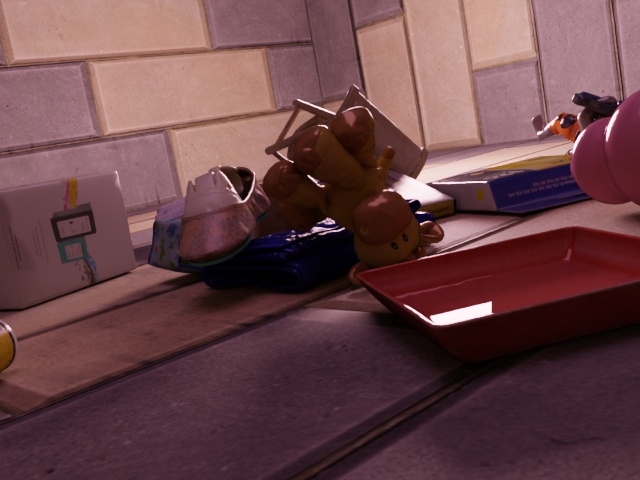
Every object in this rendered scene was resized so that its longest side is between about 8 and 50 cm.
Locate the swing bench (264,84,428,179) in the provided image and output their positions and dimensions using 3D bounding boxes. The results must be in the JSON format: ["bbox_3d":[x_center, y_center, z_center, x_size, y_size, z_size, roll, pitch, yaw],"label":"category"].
[{"bbox_3d":[0.059,-0.201,1.688,0.253,0.165,0.254,36,-17,-30],"label":"swing bench"}]

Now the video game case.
[{"bbox_3d":[0.087,-0.079,1.451,0.248,0.035,0.275,-14,23,-20],"label":"video game case"}]

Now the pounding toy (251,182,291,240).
[{"bbox_3d":[-0.085,-0.058,1.322,0.130,0.141,0.100,0,1,-34],"label":"pounding toy"}]

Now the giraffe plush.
[{"bbox_3d":[0.054,-0.036,0.939,0.181,0.170,0.210,-43,-32,13],"label":"giraffe plush"}]

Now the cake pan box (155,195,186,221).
[{"bbox_3d":[-0.267,-0.080,1.749,0.245,0.070,0.267,-24,15,-6],"label":"cake pan box"}]

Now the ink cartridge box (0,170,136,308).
[{"bbox_3d":[-0.511,-0.004,1.342,0.198,0.197,0.270,-5,10,31],"label":"ink cartridge box"}]

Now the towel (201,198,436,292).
[{"bbox_3d":[0.000,0.000,1.109,0.308,0.076,0.227,-18,12,-43],"label":"towel"}]

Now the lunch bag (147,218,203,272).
[{"bbox_3d":[-0.189,0.011,1.233,0.151,0.096,0.128,12,-5,-35],"label":"lunch bag"}]

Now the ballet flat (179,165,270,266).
[{"bbox_3d":[-0.144,-0.049,1.060,0.107,0.106,0.316,-15,12,6],"label":"ballet flat"}]

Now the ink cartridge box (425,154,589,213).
[{"bbox_3d":[0.403,-0.113,1.408,0.303,0.072,0.307,-13,6,-21],"label":"ink cartridge box"}]

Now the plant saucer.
[{"bbox_3d":[0.187,0.044,0.685,0.259,0.048,0.258,-13,9,-9],"label":"plant saucer"}]

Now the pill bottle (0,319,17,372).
[{"bbox_3d":[-0.371,0.124,0.767,0.065,0.065,0.116,-9,8,8],"label":"pill bottle"}]

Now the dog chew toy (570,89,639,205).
[{"bbox_3d":[0.489,-0.129,1.012,0.206,0.207,0.332,-16,1,-34],"label":"dog chew toy"}]

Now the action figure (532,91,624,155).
[{"bbox_3d":[0.676,-0.220,1.685,0.341,0.179,0.330,16,12,-8],"label":"action figure"}]
